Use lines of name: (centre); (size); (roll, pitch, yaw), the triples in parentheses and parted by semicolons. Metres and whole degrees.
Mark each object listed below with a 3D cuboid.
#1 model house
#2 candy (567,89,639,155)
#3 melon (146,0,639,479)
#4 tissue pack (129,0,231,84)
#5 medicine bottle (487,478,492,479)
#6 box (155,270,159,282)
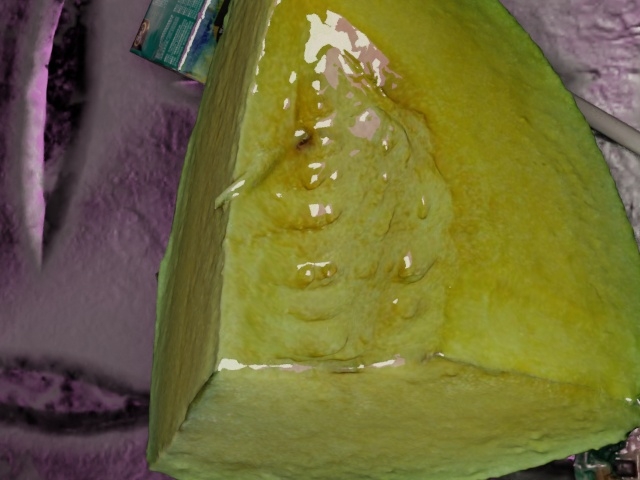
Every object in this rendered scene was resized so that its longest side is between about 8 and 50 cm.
model house: (0.220, 0.126, 0.930); (0.100, 0.088, 0.100); (-2, 87, 21)
candy: (0.301, -0.011, 0.923); (0.365, 0.124, 0.124); (36, 96, 29)
melon: (0.027, -0.037, 0.894); (0.331, 0.226, 0.343); (-13, 54, 28)
tissue pack: (-0.077, -0.173, 1.086); (0.085, 0.079, 0.111); (28, 94, 53)
medicine bottle: (0.193, 0.281, 0.860); (0.316, 0.202, 0.202); (18, 90, 21)
box: (0.000, 0.000, 1.038); (0.224, 0.069, 0.120); (-38, 73, 11)
